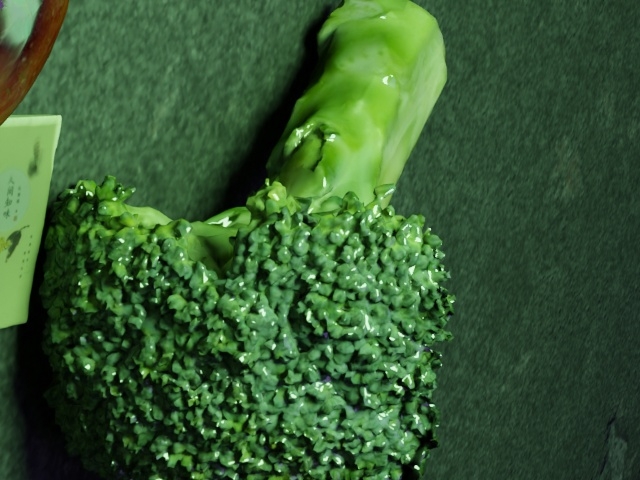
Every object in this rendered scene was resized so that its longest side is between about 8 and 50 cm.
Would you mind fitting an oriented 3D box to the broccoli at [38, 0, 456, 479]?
[{"bbox_3d":[-0.006,-0.015,1.053,0.252,0.221,0.361,70,33,-60],"label":"broccoli"}]

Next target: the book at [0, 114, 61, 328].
[{"bbox_3d":[-0.162,-0.008,0.935,0.077,0.014,0.111,-9,113,-62],"label":"book"}]

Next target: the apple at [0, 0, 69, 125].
[{"bbox_3d":[-0.172,-0.116,0.681,0.199,0.199,0.199,-40,139,-48],"label":"apple"}]
